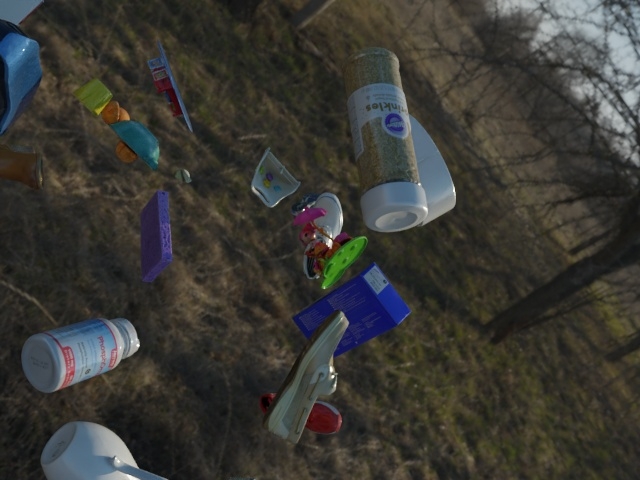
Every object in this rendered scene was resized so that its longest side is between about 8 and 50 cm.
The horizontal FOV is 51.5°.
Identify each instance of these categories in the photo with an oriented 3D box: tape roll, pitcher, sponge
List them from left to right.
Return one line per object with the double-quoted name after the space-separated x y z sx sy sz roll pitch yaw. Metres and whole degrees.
-0.360 0.400 1.148 0.207 0.177 0.125 49 37 -28 "pitcher"
-0.413 -0.011 1.656 0.031 0.117 0.210 14 50 -35 "sponge"
0.225 -0.180 1.682 0.286 0.100 0.286 61 -5 9 "tape roll"

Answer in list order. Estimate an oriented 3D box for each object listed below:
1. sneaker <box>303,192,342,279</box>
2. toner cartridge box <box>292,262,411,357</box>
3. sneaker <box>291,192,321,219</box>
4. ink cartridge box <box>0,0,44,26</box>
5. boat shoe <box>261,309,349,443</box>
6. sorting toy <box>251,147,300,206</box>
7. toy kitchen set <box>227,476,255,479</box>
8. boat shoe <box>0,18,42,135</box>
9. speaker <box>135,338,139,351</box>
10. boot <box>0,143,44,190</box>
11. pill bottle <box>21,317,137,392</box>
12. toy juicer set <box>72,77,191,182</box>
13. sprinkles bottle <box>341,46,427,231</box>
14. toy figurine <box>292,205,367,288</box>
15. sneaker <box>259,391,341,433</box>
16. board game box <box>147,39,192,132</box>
0.007 -0.005 1.881 0.094 0.258 0.091 9 22 7 "sneaker"
0.076 0.204 1.817 0.075 0.348 0.165 -35 89 -42 "toner cartridge box"
-0.038 -0.096 1.960 0.052 0.058 0.135 23 41 33 "sneaker"
-0.495 -0.371 1.006 0.135 0.099 0.056 43 -4 37 "ink cartridge box"
-0.013 0.293 1.429 0.098 0.302 0.109 31 0 -2 "boat shoe"
-0.085 -0.095 1.093 0.083 0.045 0.075 47 46 -25 "sorting toy"
-0.113 0.582 1.488 0.207 0.122 0.166 -21 108 -66 "toy kitchen set"
-0.405 -0.215 0.827 0.089 0.258 0.109 33 62 -16 "boat shoe"
-0.635 0.321 2.100 0.055 0.055 0.136 66 10 25 "speaker"
-0.619 -0.135 1.271 0.152 0.073 0.197 -7 22 -32 "boot"
-0.361 0.167 1.009 0.160 0.087 0.087 -14 71 -58 "pill bottle"
-0.408 -0.203 1.491 0.329 0.089 0.209 44 -7 6 "toy juicer set"
0.119 -0.198 1.282 0.121 0.121 0.355 26 50 -52 "sprinkles bottle"
0.000 0.000 1.534 0.130 0.173 0.159 -22 61 -42 "toy figurine"
-0.065 0.442 1.685 0.128 0.221 0.087 14 84 -54 "sneaker"
-0.272 -0.268 1.175 0.133 0.033 0.169 -122 -166 -71 "board game box"
